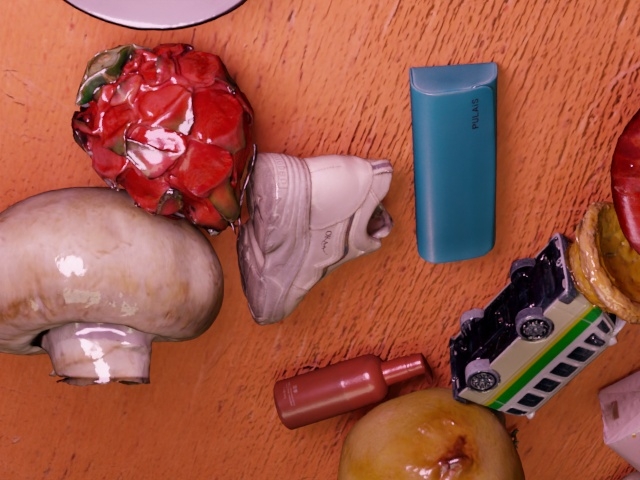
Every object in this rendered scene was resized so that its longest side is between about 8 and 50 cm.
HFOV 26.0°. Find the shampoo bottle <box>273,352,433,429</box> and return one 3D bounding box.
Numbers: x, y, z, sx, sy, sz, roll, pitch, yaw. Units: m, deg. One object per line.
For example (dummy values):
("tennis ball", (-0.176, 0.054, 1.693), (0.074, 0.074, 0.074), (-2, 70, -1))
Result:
("shampoo bottle", (0.050, 0.225, 2.151), (0.244, 0.085, 0.085), (-17, 131, 13))

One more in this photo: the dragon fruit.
("dragon fruit", (-0.184, -0.119, 1.736), (0.233, 0.234, 0.293), (-17, 124, 14))

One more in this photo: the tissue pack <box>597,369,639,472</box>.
("tissue pack", (0.580, 0.297, 2.194), (0.185, 0.124, 0.225), (-32, 125, 28))

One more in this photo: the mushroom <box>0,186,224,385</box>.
("mushroom", (-0.304, 0.066, 1.847), (0.352, 0.260, 0.352), (-3, 171, 0))

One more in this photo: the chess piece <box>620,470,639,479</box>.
("chess piece", (0.500, 0.485, 2.382), (0.133, 0.133, 0.243), (29, 119, -25))

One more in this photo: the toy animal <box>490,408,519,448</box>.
("toy animal", (0.284, 0.336, 2.286), (0.075, 0.041, 0.217), (7, 136, -5))

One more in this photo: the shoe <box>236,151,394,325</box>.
("shoe", (0.000, 0.000, 1.907), (0.210, 0.132, 0.342), (-7, 146, -14))

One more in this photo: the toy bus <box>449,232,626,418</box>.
("toy bus", (0.323, 0.135, 2.035), (0.164, 0.134, 0.276), (25, 129, -21))

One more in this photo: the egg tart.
("egg tart", (0.405, 0.036, 1.912), (0.191, 0.191, 0.074), (32, 137, -26))

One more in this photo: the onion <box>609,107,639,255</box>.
("onion", (0.506, -0.081, 1.759), (0.276, 0.276, 0.276), (0, 133, 0))

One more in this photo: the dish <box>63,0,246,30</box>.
("dish", (-0.194, -0.389, 1.563), (0.316, 0.106, 0.316), (0, 135, 0))

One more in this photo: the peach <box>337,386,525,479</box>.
("peach", (0.174, 0.374, 2.144), (0.314, 0.281, 0.316), (14, 151, 29))

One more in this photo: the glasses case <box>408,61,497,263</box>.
("glasses case", (0.182, -0.098, 1.862), (0.117, 0.070, 0.301), (-5, 131, 3))
